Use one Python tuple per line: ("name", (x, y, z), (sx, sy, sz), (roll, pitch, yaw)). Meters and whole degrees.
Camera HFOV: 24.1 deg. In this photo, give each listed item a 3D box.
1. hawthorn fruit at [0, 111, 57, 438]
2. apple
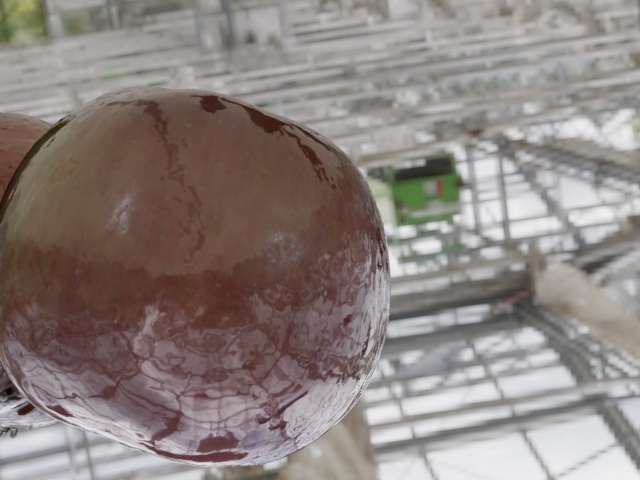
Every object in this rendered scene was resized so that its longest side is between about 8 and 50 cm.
("hawthorn fruit", (-0.297, -0.004, 1.367), (0.284, 0.285, 0.369), (-12, -130, -18))
("apple", (-0.088, 0.017, 1.016), (0.305, 0.235, 0.306), (14, -176, -1))
